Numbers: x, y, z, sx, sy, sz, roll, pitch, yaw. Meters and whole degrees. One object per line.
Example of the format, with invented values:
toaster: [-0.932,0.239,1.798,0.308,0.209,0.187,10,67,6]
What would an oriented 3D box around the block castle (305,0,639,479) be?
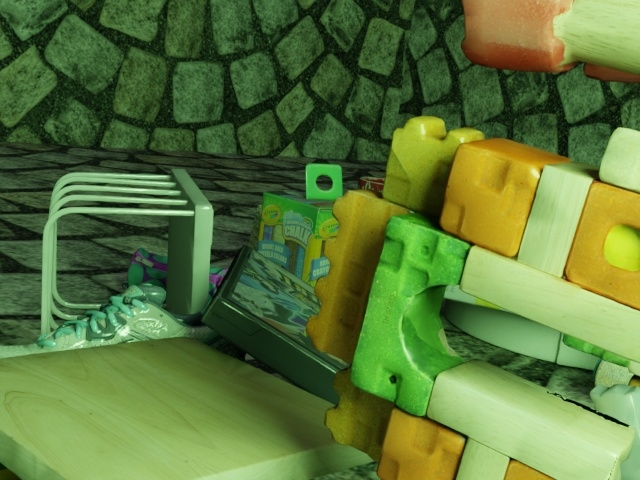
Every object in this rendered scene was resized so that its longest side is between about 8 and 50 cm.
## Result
block castle: [0.149,0.038,0.665,0.212,0.454,0.303,22,17,29]

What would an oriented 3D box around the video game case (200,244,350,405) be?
video game case: [0.019,0.111,0.983,0.274,0.035,0.248,34,9,-5]

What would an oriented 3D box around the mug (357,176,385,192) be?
mug: [0.117,-0.017,1.688,0.150,0.169,0.113,4,10,-16]

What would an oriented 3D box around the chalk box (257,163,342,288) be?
chalk box: [0.000,0.000,1.388,0.132,0.213,0.132,-1,14,-39]

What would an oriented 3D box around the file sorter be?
file sorter: [-0.231,0.027,1.150,0.173,0.193,0.277,2,11,-14]

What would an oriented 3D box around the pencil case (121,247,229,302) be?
pencil case: [-0.191,0.055,1.351,0.151,0.065,0.070,11,-29,18]

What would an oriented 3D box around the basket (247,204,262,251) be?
basket: [-0.054,0.006,1.623,0.113,0.103,0.167,6,10,-14]

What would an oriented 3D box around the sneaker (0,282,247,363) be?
sneaker: [-0.204,0.097,0.966,0.282,0.122,0.110,2,11,-28]

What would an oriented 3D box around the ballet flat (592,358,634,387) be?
ballet flat: [0.470,0.167,1.150,0.315,0.108,0.106,2,19,-23]

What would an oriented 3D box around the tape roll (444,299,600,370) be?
tape roll: [0.380,0.107,1.487,0.391,0.072,0.392,8,10,-1]

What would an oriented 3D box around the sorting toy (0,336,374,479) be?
sorting toy: [-0.131,0.163,0.755,0.255,0.090,0.257,-3,14,-45]

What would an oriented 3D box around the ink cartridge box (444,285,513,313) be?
ink cartridge box: [0.294,0.001,1.353,0.384,0.161,0.279,11,12,20]
